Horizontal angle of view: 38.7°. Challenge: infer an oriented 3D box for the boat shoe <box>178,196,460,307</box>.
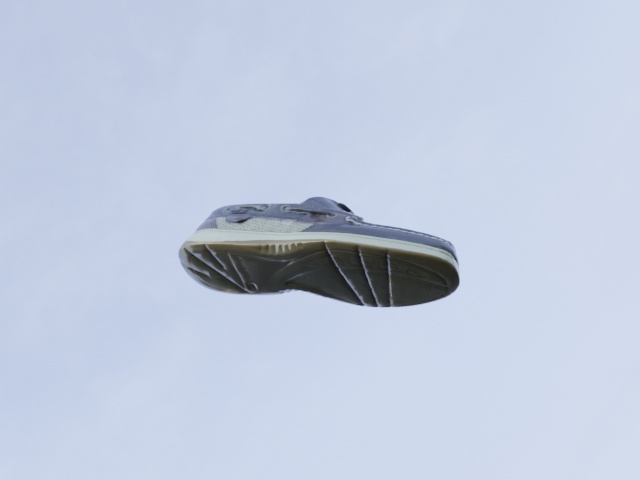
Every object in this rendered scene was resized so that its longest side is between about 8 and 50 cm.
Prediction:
[{"bbox_3d":[0.000,0.001,0.705,0.224,0.073,0.080,2,-39,20],"label":"boat shoe"}]
